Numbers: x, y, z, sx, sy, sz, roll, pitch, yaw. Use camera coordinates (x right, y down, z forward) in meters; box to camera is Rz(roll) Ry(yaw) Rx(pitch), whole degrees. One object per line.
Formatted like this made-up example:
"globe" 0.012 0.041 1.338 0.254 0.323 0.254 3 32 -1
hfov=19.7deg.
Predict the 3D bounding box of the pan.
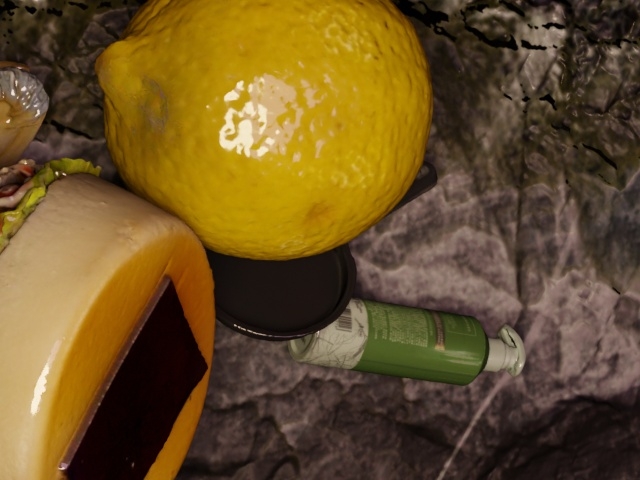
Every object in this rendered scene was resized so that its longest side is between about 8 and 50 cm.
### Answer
"pan" 0.000 0.000 1.465 0.235 0.028 0.136 -30 68 -25

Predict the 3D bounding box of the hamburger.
"hamburger" -0.198 0.082 1.280 0.176 0.300 0.300 14 90 21

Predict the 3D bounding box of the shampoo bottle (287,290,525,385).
"shampoo bottle" 0.076 0.082 1.514 0.204 0.065 0.065 10 87 -24

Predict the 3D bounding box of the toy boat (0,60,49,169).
"toy boat" -0.350 -0.112 1.280 0.321 0.089 0.121 3 121 -22

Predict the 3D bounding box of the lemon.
"lemon" -0.045 -0.098 1.364 0.253 0.228 0.228 -8 94 -25
